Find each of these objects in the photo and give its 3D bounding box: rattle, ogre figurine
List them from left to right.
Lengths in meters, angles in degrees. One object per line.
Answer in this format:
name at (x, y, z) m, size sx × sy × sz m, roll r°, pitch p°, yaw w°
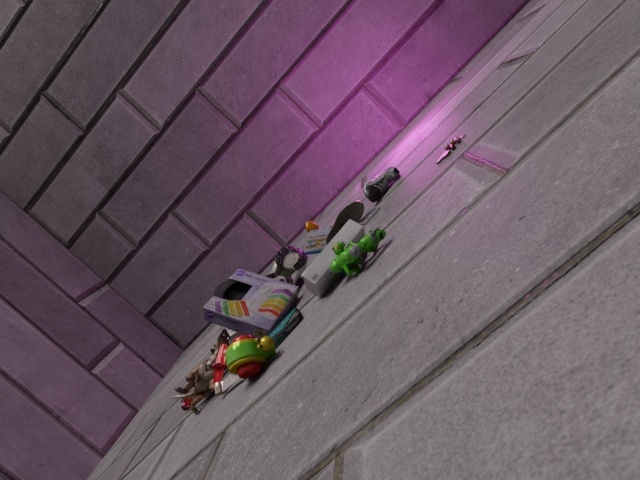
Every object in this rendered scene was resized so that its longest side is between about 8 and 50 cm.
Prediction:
rattle at (0.003, -0.034, 2.105) m, size 0.130 × 0.143 × 0.200 m, roll -27°, pitch 4°, yaw 8°
ogre figurine at (0.094, 0.037, 1.324) m, size 0.118 × 0.097 × 0.197 m, roll -29°, pitch 9°, yaw -40°

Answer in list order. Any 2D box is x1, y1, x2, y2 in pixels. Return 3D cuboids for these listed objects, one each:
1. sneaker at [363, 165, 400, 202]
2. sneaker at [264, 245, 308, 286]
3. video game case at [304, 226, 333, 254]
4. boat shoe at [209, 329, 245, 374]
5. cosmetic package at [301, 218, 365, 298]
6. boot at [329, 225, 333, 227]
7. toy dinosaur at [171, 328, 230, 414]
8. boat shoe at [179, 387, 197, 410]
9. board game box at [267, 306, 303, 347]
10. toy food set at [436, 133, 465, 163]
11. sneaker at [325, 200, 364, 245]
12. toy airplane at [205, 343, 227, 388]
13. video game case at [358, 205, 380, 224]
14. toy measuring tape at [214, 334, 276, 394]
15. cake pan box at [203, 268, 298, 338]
sneaker at (0.263, -0.250, 1.976) m, size 0.132 × 0.086 × 0.229 m, roll -39°, pitch 9°, yaw 35°
sneaker at (-0.164, 0.209, 1.907) m, size 0.410 × 0.157 × 0.182 m, roll -56°, pitch -19°, yaw -46°
video game case at (0.000, 0.000, 2.017) m, size 0.119 × 0.015 × 0.166 m, roll -8°, pitch 33°, yaw 15°
boat shoe at (-0.365, 0.440, 1.771) m, size 0.268 × 0.096 × 0.088 m, roll -49°, pitch 11°, yaw -14°
cosmetic package at (0.044, 0.054, 1.455) m, size 0.239 × 0.060 × 0.099 m, roll -49°, pitch -31°, yaw -21°
boot at (0.035, -0.032, 2.321) m, size 0.114 × 0.037 × 0.106 m, roll -43°, pitch 8°, yaw -11°
toy dinosaur at (-0.389, 0.466, 1.652) m, size 0.296 × 0.127 × 0.200 m, roll -48°, pitch 6°, yaw 25°
boat shoe at (-0.493, 0.599, 1.828) m, size 0.043 × 0.049 × 0.137 m, roll -41°, pitch 4°, yaw 23°
board game box at (-0.129, 0.289, 1.472) m, size 0.186 × 0.026 × 0.126 m, roll -47°, pitch 6°, yaw -5°
toy food set at (0.426, -0.306, 1.558) m, size 0.122 × 0.019 × 0.078 m, roll -50°, pitch 8°, yaw -28°
sneaker at (0.099, -0.080, 1.913) m, size 0.222 × 0.083 × 0.118 m, roll -53°, pitch 3°, yaw 21°
toy airplane at (-0.305, 0.405, 1.534) m, size 0.151 × 0.151 × 0.028 m, roll -48°, pitch -31°, yaw -14°
video game case at (0.184, -0.094, 1.845) m, size 0.087 × 0.011 × 0.122 m, roll -47°, pitch 6°, yaw -8°
toy measuring tape at (-0.252, 0.364, 1.377) m, size 0.330 × 0.121 × 0.121 m, roll -42°, pitch 8°, yaw 31°
cake pan box at (-0.242, 0.218, 1.667) m, size 0.246 × 0.266 × 0.070 m, roll -51°, pitch -28°, yaw -53°
